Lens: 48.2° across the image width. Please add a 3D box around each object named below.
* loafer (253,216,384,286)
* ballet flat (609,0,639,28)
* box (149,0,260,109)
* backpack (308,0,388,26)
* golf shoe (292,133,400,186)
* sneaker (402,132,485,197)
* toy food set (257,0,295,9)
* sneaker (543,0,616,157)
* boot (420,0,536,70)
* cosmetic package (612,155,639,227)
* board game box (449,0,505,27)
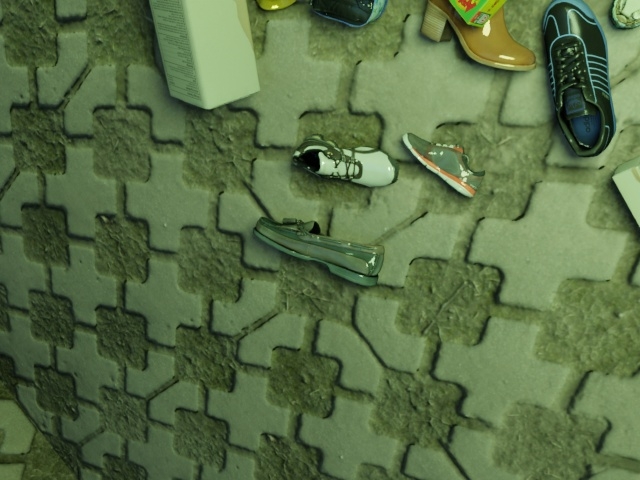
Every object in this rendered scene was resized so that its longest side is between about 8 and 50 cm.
[{"bbox_3d":[0.000,0.000,1.390,0.267,0.096,0.084,24,104,13],"label":"loafer"},{"bbox_3d":[0.449,-0.354,0.930,0.070,0.070,0.188,37,127,11],"label":"ballet flat"},{"bbox_3d":[-0.212,-0.402,1.247,0.148,0.121,0.311,28,135,44],"label":"box"},{"bbox_3d":[0.055,-0.401,1.143,0.114,0.084,0.105,31,127,22],"label":"backpack"},{"bbox_3d":[0.042,-0.131,1.283,0.198,0.094,0.077,15,119,24],"label":"golf shoe"},{"bbox_3d":[0.210,-0.141,1.206,0.158,0.061,0.065,39,101,9],"label":"sneaker"},{"bbox_3d":[-0.116,-0.496,1.212,0.128,0.071,0.218,-24,98,38],"label":"toy food set"},{"bbox_3d":[0.370,-0.232,1.024,0.081,0.090,0.232,-13,106,36],"label":"sneaker"},{"bbox_3d":[0.251,-0.347,1.057,0.197,0.073,0.153,28,121,15],"label":"boot"},{"bbox_3d":[0.481,-0.062,1.060,0.041,0.060,0.115,-27,99,37],"label":"cosmetic package"},{"bbox_3d":[0.198,-0.401,1.013,0.092,0.043,0.181,-47,66,36],"label":"board game box"}]
